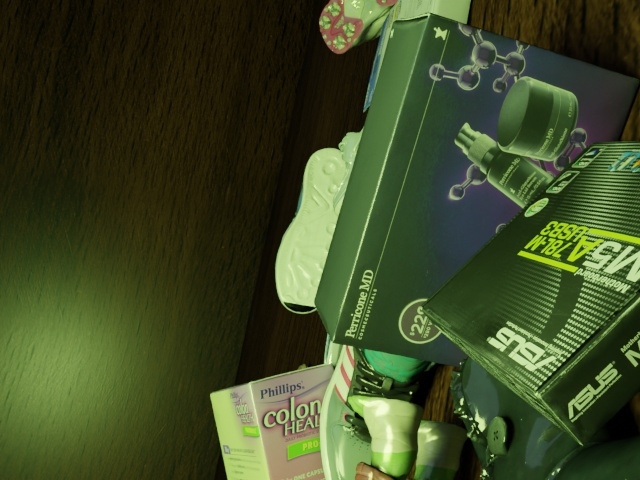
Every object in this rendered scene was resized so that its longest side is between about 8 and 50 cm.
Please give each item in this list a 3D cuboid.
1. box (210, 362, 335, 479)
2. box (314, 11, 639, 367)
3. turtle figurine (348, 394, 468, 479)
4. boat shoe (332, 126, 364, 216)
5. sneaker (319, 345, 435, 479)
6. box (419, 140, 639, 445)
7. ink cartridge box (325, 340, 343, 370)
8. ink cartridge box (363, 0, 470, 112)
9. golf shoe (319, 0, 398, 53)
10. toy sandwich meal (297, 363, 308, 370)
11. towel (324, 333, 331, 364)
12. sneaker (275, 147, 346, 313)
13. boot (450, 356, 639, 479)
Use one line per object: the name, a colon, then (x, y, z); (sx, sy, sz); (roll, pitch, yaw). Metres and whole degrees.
box: (-0.046, 0.304, 0.886); (0.213, 0.117, 0.243); (-37, 65, 63)
box: (0.119, -0.033, 0.558); (0.103, 0.184, 0.261); (-116, 40, -74)
turtle figurine: (0.031, 0.287, 0.594); (0.275, 0.197, 0.266); (135, 151, -63)
boat shoe: (0.074, -0.141, 1.020); (0.227, 0.081, 0.079); (-57, -17, 1)
sneaker: (0.076, 0.153, 0.746); (0.178, 0.123, 0.296); (106, 175, -71)
box: (0.166, 0.013, 0.411); (0.184, 0.045, 0.190); (-41, 12, -1)
ink cartridge box: (0.078, 0.065, 0.995); (0.239, 0.060, 0.275); (45, -125, -73)
ink cartridge box: (0.153, -0.327, 1.069); (0.311, 0.065, 0.186); (158, 124, -74)
golf shoe: (0.127, -0.469, 1.241); (0.306, 0.140, 0.115); (-28, 86, 48)
toy sandwich meal: (-0.037, 0.298, 1.372); (0.085, 0.029, 0.086); (-162, 90, -80)
towel: (0.010, 0.226, 1.100); (0.209, 0.034, 0.285); (97, -179, -69)
sneaker: (0.000, 0.000, 1.289); (0.236, 0.130, 0.323); (86, -165, -75)
boot: (0.159, 0.115, 0.410); (0.207, 0.094, 0.246); (-94, 14, -47)
